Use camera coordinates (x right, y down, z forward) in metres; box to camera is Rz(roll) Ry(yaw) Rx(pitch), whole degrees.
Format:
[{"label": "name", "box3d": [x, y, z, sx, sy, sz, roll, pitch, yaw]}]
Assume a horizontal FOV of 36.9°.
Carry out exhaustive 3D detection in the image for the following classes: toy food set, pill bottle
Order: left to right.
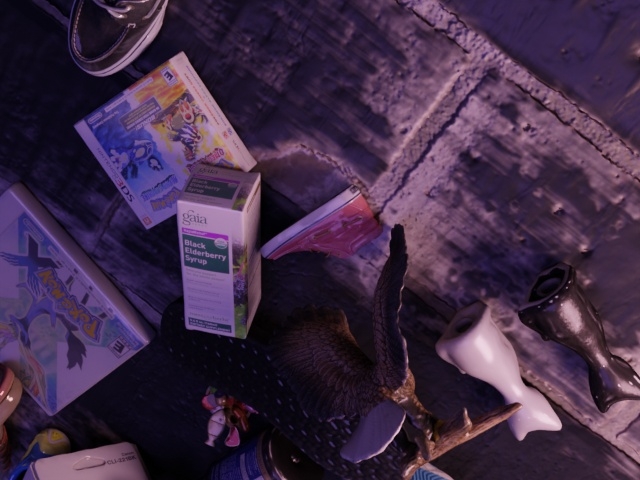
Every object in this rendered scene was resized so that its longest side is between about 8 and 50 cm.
[{"label": "toy food set", "box3d": [-0.151, 0.263, 1.545, 0.083, 0.020, 0.083, 23, 122, 11]}, {"label": "toy food set", "box3d": [-0.136, 0.272, 1.509, 0.078, 0.019, 0.122, 13, 93, 6]}, {"label": "pill bottle", "box3d": [-0.108, 0.385, 1.529, 0.219, 0.123, 0.123, -35, 99, 32]}]

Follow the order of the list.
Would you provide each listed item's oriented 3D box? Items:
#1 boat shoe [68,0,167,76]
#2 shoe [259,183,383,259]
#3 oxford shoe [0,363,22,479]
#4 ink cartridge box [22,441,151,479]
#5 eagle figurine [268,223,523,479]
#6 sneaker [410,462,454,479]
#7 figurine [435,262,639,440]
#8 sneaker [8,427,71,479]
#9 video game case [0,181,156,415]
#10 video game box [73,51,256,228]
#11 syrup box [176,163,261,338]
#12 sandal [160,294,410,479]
[{"label": "boat shoe", "box3d": [-0.249, -0.338, 1.218, 0.121, 0.119, 0.335, 39, 123, 0]}, {"label": "shoe", "box3d": [0.000, 0.000, 1.321, 0.178, 0.063, 0.081, -32, 95, 27]}, {"label": "oxford shoe", "box3d": [-0.607, 0.351, 1.730, 0.147, 0.140, 0.397, 31, 133, -20]}, {"label": "ink cartridge box", "box3d": [-0.430, 0.486, 1.658, 0.114, 0.197, 0.272, 54, 130, 32]}, {"label": "eagle figurine", "box3d": [0.072, 0.156, 1.242, 0.298, 0.226, 0.225, 59, 161, 17]}, {"label": "sneaker", "box3d": [0.114, 0.349, 1.437, 0.229, 0.092, 0.087, 33, 81, 24]}, {"label": "figurine", "box3d": [0.295, 0.165, 1.276, 0.215, 0.092, 0.209, -29, 106, 32]}, {"label": "sneaker", "box3d": [-0.531, 0.449, 1.735, 0.091, 0.126, 0.240, 27, 122, 8]}, {"label": "video game case", "box3d": [-0.472, 0.108, 1.590, 0.300, 0.036, 0.329, -36, 98, 33]}, {"label": "video game box", "box3d": [-0.222, -0.135, 1.356, 0.205, 0.048, 0.187, -27, 106, 31]}, {"label": "syrup box", "box3d": [-0.138, 0.017, 1.340, 0.093, 0.096, 0.236, 9, 131, 8]}, {"label": "sandal", "box3d": [-0.040, 0.198, 1.431, 0.446, 0.107, 0.167, 30, 125, 21]}]
